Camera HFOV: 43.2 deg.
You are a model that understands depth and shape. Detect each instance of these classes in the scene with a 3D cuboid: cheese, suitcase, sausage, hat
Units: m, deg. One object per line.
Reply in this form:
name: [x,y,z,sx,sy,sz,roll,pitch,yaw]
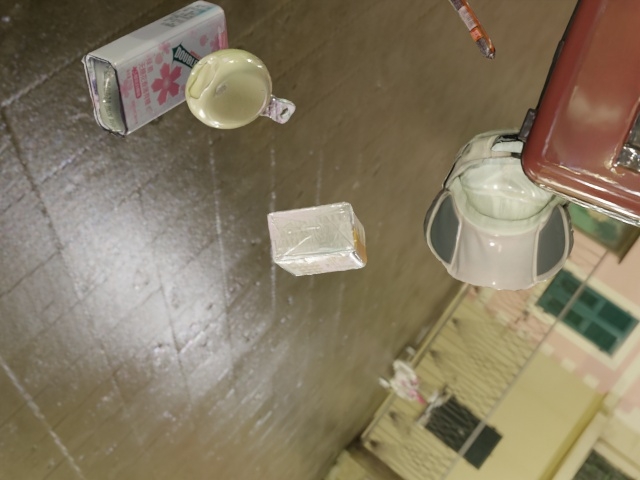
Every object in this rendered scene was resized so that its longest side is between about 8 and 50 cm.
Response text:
cheese: [-0.123,-0.240,1.347,0.137,0.064,0.227,-50,148,20]
suitcase: [0.357,-0.163,0.840,0.161,0.236,0.297,-13,124,-70]
sausage: [0.251,-0.389,1.395,0.028,0.198,0.025,-32,159,13]
hat: [0.299,-0.048,1.315,0.161,0.232,0.275,-35,132,-66]

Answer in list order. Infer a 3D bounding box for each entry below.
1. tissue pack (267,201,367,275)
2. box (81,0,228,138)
tissue pack: [0.000,0.000,1.795,0.185,0.124,0.225,-9,168,8]
box: [-0.366,-0.396,1.841,0.370,0.112,0.190,-40,141,-40]
